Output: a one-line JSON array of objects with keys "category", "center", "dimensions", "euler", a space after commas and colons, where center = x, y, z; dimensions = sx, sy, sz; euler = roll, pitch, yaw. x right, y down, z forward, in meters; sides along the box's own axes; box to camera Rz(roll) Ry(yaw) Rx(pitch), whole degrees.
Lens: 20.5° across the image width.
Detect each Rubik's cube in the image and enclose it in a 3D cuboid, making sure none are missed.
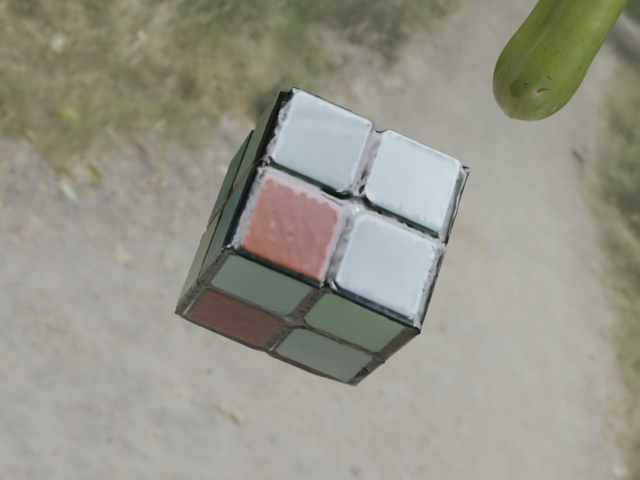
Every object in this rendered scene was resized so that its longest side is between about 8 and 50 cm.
[{"category": "Rubik's cube", "center": [0.000, 0.001, 1.507], "dimensions": [0.180, 0.183, 0.167], "euler": [24, 63, -11]}]

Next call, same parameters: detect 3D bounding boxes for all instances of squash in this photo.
[{"category": "squash", "center": [0.242, -0.221, 1.646], "dimensions": [0.083, 0.250, 0.083], "euler": [30, 10, -6]}]
